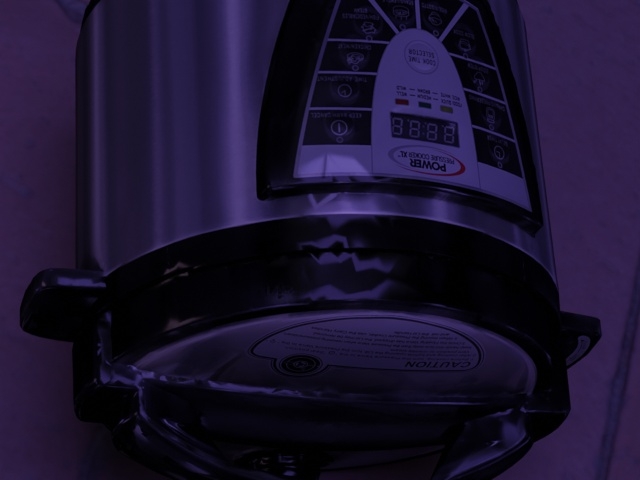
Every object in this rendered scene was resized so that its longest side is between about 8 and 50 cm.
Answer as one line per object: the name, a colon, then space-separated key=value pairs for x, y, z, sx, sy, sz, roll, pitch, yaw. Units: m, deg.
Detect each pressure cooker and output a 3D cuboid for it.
pressure cooker: x=0.000 y=0.003 z=1.407 sx=0.369 sy=0.375 sz=0.421 roll=-14 pitch=62 yaw=21
